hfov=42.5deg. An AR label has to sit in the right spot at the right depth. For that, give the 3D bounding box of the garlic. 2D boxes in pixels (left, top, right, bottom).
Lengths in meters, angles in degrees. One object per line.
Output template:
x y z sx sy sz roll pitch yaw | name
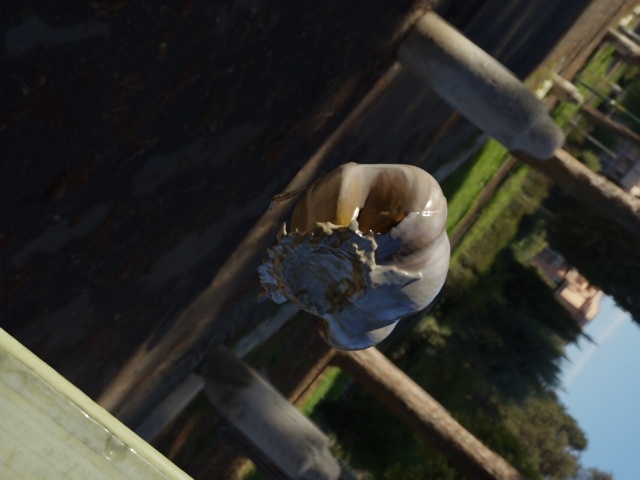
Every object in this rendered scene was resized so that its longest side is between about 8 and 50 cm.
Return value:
0.000 0.000 0.858 0.207 0.257 0.207 -35 136 -42 | garlic

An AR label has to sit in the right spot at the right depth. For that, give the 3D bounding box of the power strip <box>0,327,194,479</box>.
-0.113 0.134 0.387 0.066 0.387 0.092 -18 -148 54 | power strip
